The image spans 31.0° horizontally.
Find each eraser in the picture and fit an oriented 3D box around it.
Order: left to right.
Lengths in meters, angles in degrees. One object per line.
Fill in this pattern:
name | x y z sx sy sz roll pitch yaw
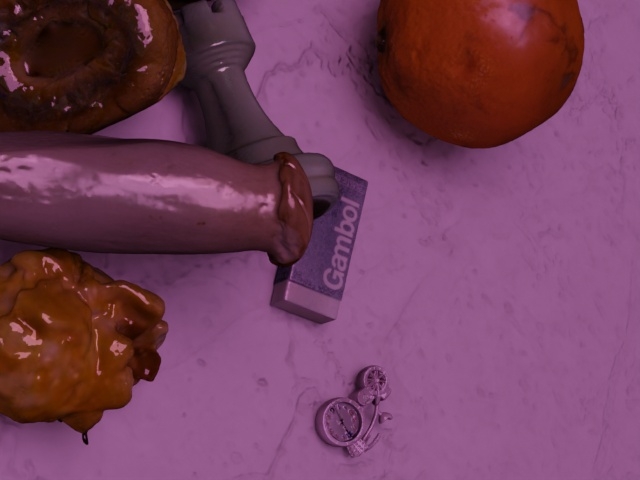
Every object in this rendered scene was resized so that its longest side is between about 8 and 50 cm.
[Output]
eraser | 0.000 0.000 1.579 0.092 0.046 0.212 22 68 -25

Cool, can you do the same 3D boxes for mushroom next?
mushroom | -0.211 -0.051 1.277 0.407 0.154 0.137 7 88 -15

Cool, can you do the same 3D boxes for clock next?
clock | 0.053 0.230 1.561 0.087 0.041 0.129 47 65 -9

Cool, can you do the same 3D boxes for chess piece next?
chess piece | -0.110 -0.154 1.482 0.194 0.194 0.299 -15 77 -32

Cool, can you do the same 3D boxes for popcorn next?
popcorn | -0.300 0.104 1.308 0.253 0.190 0.191 25 97 -35

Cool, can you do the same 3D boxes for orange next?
orange | 0.223 -0.284 1.630 0.312 0.312 0.312 7 75 -29

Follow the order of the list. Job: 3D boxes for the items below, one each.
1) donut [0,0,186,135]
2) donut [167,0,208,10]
donut | -0.298 -0.224 1.356 0.261 0.128 0.208 -28 98 3
donut | -0.187 -0.472 1.493 0.360 0.170 0.360 3 84 -29
